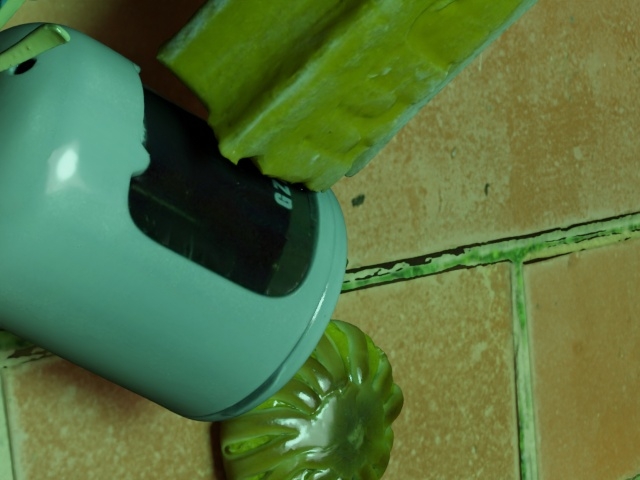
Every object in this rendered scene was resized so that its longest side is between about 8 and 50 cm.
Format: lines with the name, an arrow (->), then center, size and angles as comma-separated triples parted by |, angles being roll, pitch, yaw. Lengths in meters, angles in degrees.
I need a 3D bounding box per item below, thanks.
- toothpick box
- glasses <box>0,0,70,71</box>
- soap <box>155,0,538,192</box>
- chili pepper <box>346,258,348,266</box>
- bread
toothpick box -> -0.185, -0.015, 1.121 | 0.354, 0.263, 0.263 | 31, 71, -36
glasses -> -0.259, -0.167, 0.975 | 0.239, 0.207, 0.102 | -32, 115, -13
soap -> 0.048, -0.178, 1.111 | 0.281, 0.143, 0.259 | -45, 160, 16
chili pepper -> -0.002, 0.000, 1.404 | 0.091, 0.034, 0.030 | 62, 23, -22
bread -> -0.003, 0.178, 1.357 | 0.213, 0.104, 0.213 | -1, 92, -38
